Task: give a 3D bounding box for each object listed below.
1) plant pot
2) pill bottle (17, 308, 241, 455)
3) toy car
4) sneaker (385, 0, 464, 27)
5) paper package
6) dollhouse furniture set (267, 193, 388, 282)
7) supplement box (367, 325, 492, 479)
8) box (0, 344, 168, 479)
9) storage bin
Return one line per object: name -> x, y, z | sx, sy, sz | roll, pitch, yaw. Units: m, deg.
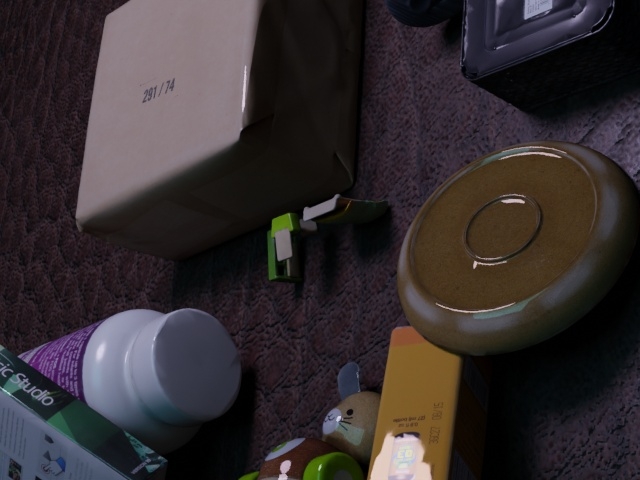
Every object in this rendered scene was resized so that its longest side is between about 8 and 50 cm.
plant pot -> 0.168, -0.004, 1.246 | 0.236, 0.032, 0.236 | -20, 44, 21
pill bottle -> -0.232, 0.174, 1.588 | 0.301, 0.169, 0.169 | -22, 56, 43
toy car -> 0.024, 0.187, 1.312 | 0.155, 0.149, 0.188 | -26, 42, 52
sneaker -> 0.164, -0.372, 1.464 | 0.319, 0.112, 0.131 | -55, 22, 10
paper package -> -0.121, -0.171, 1.633 | 0.325, 0.168, 0.309 | -21, 56, 44
dollhouse furniture set -> 0.000, 0.000, 1.484 | 0.152, 0.076, 0.058 | -20, 70, 45
supplement box -> 0.094, 0.183, 1.208 | 0.078, 0.080, 0.233 | -9, 45, 25
box -> -0.320, 0.254, 1.545 | 0.322, 0.058, 0.232 | 30, 128, 20
storage bin -> 0.226, -0.210, 1.305 | 0.180, 0.084, 0.122 | -18, 58, 45
